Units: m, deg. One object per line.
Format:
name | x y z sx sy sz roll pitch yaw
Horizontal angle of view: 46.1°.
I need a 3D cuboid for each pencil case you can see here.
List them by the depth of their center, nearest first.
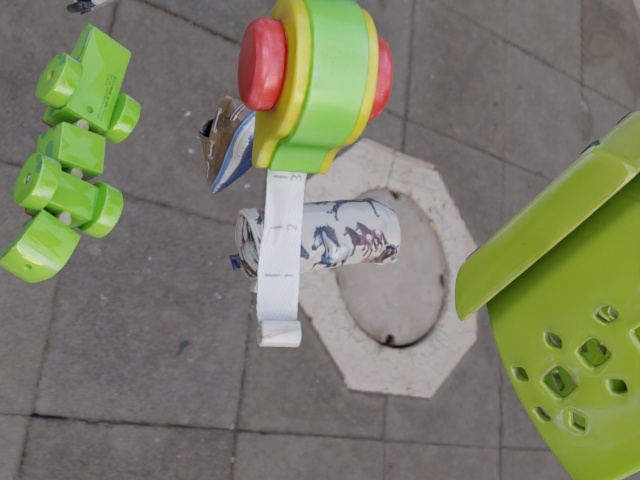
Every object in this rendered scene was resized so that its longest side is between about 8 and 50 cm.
pencil case | 0.000 0.000 1.748 0.410 0.160 0.184 -7 102 -29

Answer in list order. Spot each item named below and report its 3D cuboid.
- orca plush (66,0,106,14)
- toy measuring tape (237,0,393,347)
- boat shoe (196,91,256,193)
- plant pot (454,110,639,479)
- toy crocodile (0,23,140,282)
orca plush | -0.345 -0.432 1.190 0.151 0.287 0.102 -24 110 -6
toy measuring tape | -0.010 -0.066 0.581 0.121 0.121 0.330 -1 100 -41
boat shoe | -0.108 -0.119 0.896 0.066 0.183 0.066 47 59 1
plant pot | 0.260 0.030 0.629 0.207 0.228 0.227 49 39 9
toy crocodile | -0.306 -0.113 0.919 0.115 0.105 0.341 27 60 -43
